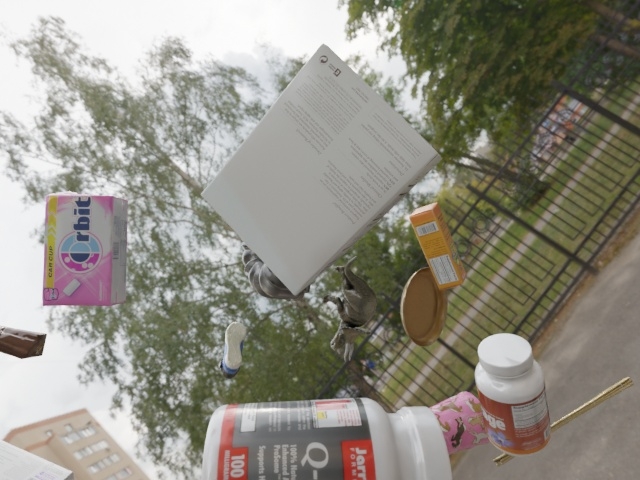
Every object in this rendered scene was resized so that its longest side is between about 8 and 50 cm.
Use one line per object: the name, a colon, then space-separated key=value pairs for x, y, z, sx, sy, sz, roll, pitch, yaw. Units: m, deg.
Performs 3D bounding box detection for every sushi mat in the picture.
sushi mat: x=0.508 y=0.394 z=0.916 sx=0.316 sy=0.019 sz=0.151 roll=-32 pitch=-32 yaw=0

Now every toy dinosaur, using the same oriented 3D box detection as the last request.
toy dinosaur: x=0.095 y=0.157 z=1.122 sx=0.121 sy=0.160 sz=0.313 roll=-19 pitch=-38 yaw=-37

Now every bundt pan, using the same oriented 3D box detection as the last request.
bundt pan: x=-0.139 y=0.023 z=1.280 sx=0.124 sy=0.331 sz=0.331 roll=1 pitch=-47 yaw=-34

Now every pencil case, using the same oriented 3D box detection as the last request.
pencil case: x=0.292 y=0.566 z=1.219 sx=0.386 sy=0.167 sz=0.160 roll=-14 pitch=10 yaw=-18

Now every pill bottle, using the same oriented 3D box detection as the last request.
pill bottle: x=0.363 y=0.290 z=0.815 sx=0.121 sy=0.121 sz=0.216 roll=-39 pitch=-60 yaw=-42
pill bottle: x=0.007 y=0.368 z=0.696 sx=0.210 sy=0.363 sz=0.210 roll=178 pitch=90 yaw=-85

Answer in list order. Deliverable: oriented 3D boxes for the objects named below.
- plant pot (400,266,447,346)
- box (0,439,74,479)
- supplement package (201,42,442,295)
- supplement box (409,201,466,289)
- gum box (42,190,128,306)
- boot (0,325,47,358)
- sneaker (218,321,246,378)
plant pot: x=0.308 y=0.198 z=1.287 sx=0.032 sy=0.236 sz=0.236 roll=0 pitch=33 yaw=47
box: x=-0.515 y=0.348 z=0.654 sx=0.067 sy=0.324 sz=0.063 roll=-33 pitch=-51 yaw=-65
supplement package: x=0.012 y=-0.097 z=0.637 sx=0.262 sy=0.199 sz=0.198 roll=-46 pitch=-6 yaw=19
supplement box: x=0.333 y=0.017 z=1.209 sx=0.080 sy=0.233 sz=0.078 roll=-17 pitch=11 yaw=32
gum box: x=-0.385 y=0.011 z=0.708 sx=0.062 sy=0.107 sz=0.188 roll=133 pitch=137 yaw=-87
boot: x=-0.468 y=0.155 z=0.612 sx=0.106 sy=0.114 sz=0.037 roll=-88 pitch=24 yaw=-60
sneaker: x=-0.238 y=0.298 z=1.155 sx=0.152 sy=0.058 sz=0.084 roll=-101 pitch=30 yaw=-51
